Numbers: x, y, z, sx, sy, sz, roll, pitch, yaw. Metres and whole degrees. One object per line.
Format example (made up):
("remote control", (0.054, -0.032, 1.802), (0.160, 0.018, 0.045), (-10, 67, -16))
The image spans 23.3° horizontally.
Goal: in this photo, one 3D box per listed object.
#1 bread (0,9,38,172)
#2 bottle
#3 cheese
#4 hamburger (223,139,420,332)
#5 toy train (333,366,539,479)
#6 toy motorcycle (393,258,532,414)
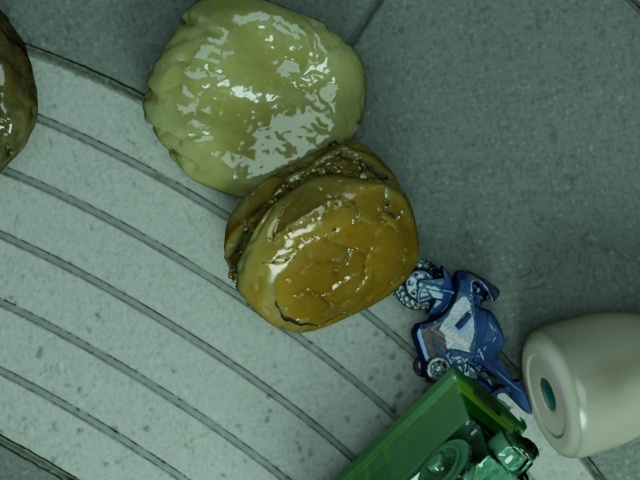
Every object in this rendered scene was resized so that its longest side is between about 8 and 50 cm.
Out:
("bread", (-0.408, -0.158, 1.607), (0.230, 0.123, 0.230), (-1, 97, -8))
("bottle", (0.351, 0.138, 1.687), (0.236, 0.147, 0.148), (-15, 93, -14))
("cheese", (-0.068, -0.150, 1.647), (0.226, 0.117, 0.214), (27, 93, -8))
("hamburger", (0.000, 0.001, 1.627), (0.213, 0.214, 0.108), (-29, 51, -5))
("toy train", (0.096, 0.280, 1.599), (0.120, 0.202, 0.301), (40, 105, -17))
("toy motorcycle", (0.156, 0.109, 1.698), (0.114, 0.076, 0.205), (-20, 91, -9))
